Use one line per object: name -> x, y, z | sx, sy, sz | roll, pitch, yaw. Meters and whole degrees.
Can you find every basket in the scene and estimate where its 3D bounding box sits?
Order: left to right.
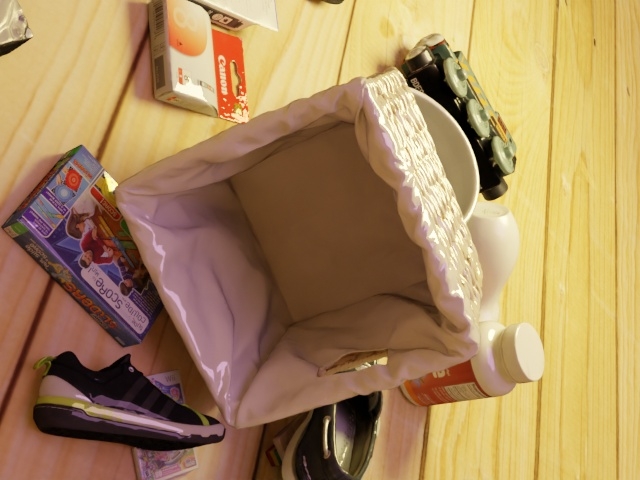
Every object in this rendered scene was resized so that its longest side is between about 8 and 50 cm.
basket -> 0.000, 0.000, 1.072 | 0.331, 0.329, 0.266 | 66, 21, -8

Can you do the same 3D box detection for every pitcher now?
pitcher -> 0.292, 0.031, 1.606 | 0.177, 0.126, 0.207 | -61, 154, -64

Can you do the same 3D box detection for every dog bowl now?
dog bowl -> 0.117, -0.109, 1.409 | 0.265, 0.104, 0.264 | 12, 64, -27

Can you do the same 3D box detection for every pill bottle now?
pill bottle -> 0.238, 0.193, 1.416 | 0.121, 0.216, 0.121 | 23, 59, -45

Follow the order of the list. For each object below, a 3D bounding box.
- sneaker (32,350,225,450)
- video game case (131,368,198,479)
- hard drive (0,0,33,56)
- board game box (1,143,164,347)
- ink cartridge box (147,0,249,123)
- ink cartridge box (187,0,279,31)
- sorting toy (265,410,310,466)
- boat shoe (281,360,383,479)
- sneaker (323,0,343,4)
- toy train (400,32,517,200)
sneaker -> -0.200, 0.172, 0.976 | 0.235, 0.084, 0.097 | 21, 61, -38
video game case -> -0.189, 0.219, 1.046 | 0.087, 0.011, 0.121 | -5, 80, -51
hard drive -> -0.459, -0.324, 0.877 | 0.237, 0.064, 0.338 | -36, 104, -51
board game box -> -0.252, 0.007, 1.029 | 0.201, 0.035, 0.136 | 52, 42, -25
ink cartridge box -> -0.156, -0.248, 1.239 | 0.179, 0.045, 0.145 | 8, 71, -47
ink cartridge box -> -0.154, -0.418, 1.302 | 0.208, 0.045, 0.206 | 10, 69, -48
sorting toy -> -0.007, 0.303, 1.210 | 0.132, 0.046, 0.274 | -34, 103, -51
boat shoe -> 0.041, 0.217, 1.180 | 0.114, 0.091, 0.302 | 42, 37, -21
sneaker -> -0.004, -0.560, 1.465 | 0.122, 0.146, 0.330 | -35, 106, -52
toy train -> 0.264, -0.236, 1.690 | 0.334, 0.142, 0.190 | 55, 29, -19
